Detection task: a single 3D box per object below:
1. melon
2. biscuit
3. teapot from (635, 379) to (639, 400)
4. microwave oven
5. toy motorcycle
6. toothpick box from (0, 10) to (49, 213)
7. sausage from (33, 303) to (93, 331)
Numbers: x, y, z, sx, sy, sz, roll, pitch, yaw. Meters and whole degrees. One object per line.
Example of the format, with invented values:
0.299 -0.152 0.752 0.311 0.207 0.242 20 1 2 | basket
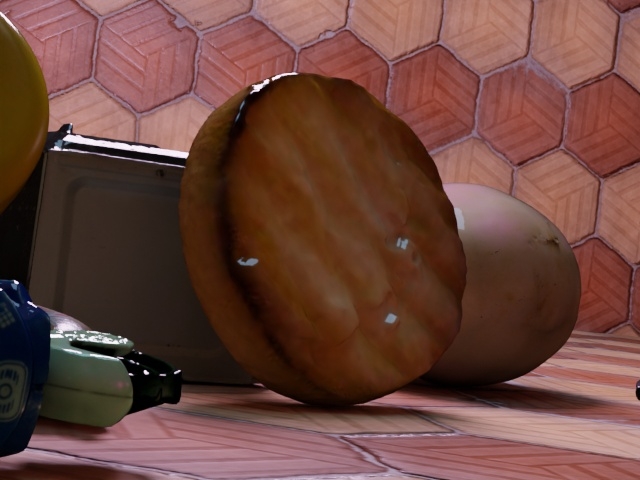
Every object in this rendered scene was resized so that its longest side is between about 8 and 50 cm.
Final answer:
0.161 0.049 1.536 0.223 0.223 0.317 6 -1 37 | melon
0.000 0.000 1.208 0.296 0.296 0.102 7 -20 -42 | biscuit
0.354 0.145 1.289 0.096 0.087 0.177 -19 11 -26 | teapot
-0.227 0.005 1.351 0.286 0.218 0.355 8 -1 -32 | microwave oven
-0.244 0.051 0.738 0.331 0.125 0.196 11 -1 12 | toy motorcycle
-0.305 -0.049 0.959 0.175 0.175 0.271 7 -24 -27 | toothpick box
-0.243 0.074 1.015 0.082 0.082 0.371 7 0 -36 | sausage
